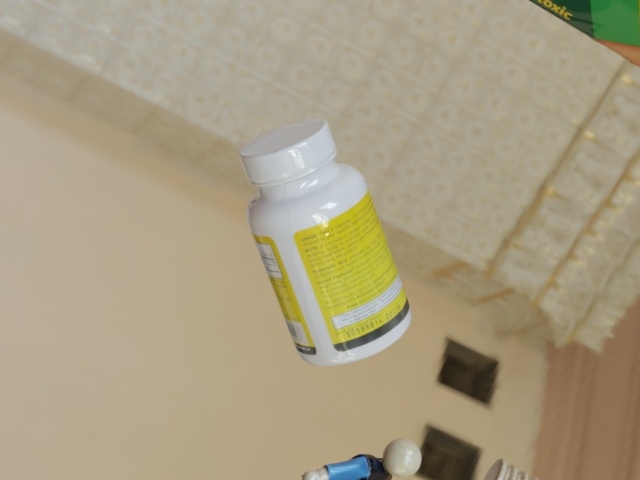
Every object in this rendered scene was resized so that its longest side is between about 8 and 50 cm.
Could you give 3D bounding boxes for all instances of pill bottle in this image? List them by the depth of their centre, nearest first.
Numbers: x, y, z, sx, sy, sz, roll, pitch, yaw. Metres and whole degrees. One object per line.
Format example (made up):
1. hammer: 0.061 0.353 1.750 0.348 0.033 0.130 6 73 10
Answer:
1. pill bottle: 0.000 0.000 0.696 0.065 0.116 0.065 -18 -160 7

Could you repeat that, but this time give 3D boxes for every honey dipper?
1. honey dipper: 0.174 0.189 0.858 0.030 0.160 0.030 -58 -176 7

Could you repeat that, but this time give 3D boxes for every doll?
1. doll: 0.009 0.236 1.310 0.189 0.129 0.046 -21 -117 16

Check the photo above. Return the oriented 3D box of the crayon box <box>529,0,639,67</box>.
1. crayon box: 0.288 -0.136 0.538 0.106 0.363 0.313 -57 177 -29
